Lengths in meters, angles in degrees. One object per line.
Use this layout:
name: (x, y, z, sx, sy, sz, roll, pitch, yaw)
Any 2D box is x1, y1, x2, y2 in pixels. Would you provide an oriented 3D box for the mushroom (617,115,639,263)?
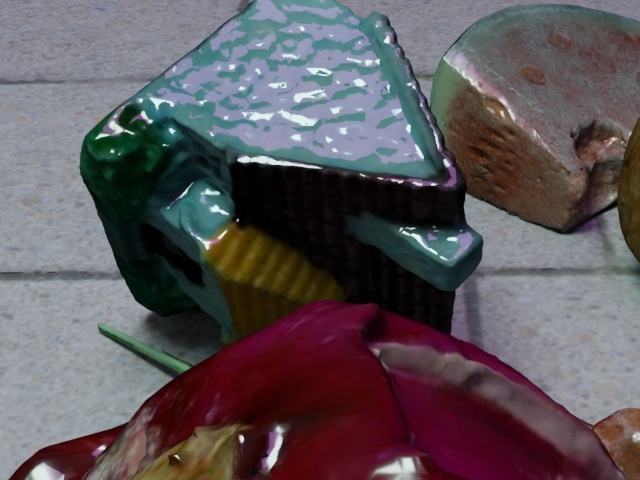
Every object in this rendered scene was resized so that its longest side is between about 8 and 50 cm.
mushroom: (0.397, -0.063, 1.020, 0.283, 0.195, 0.263, -12, 54, -25)

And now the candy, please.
candy: (-0.113, 0.096, 0.965, 0.061, 0.061, 0.202, -30, 34, -36)

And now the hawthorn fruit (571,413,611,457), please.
hawthorn fruit: (0.136, 0.157, 0.786, 0.125, 0.140, 0.125, 12, 3, -1)

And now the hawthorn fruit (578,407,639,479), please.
hawthorn fruit: (0.209, 0.139, 0.855, 0.066, 0.067, 0.103, -18, 32, -23)

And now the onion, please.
onion: (0.035, 0.251, 0.523, 0.420, 0.398, 0.398, 30, 18, -31)

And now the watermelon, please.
watermelon: (0.252, -0.102, 1.195, 0.318, 0.148, 0.226, 5, 49, -14)

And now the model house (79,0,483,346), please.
model house: (0.000, 0.000, 0.926, 0.230, 0.280, 0.249, -41, 65, -17)
